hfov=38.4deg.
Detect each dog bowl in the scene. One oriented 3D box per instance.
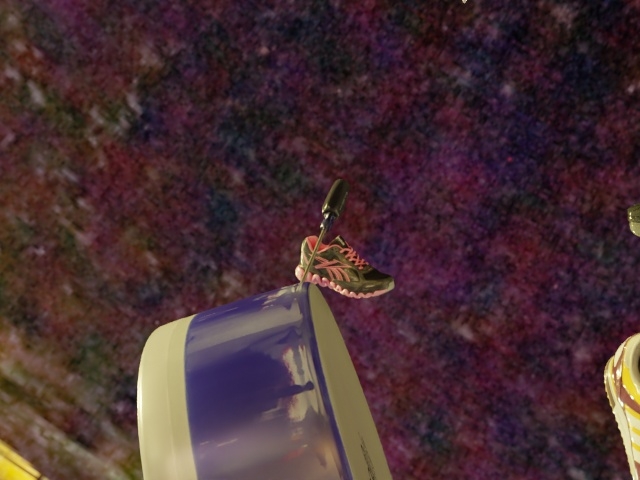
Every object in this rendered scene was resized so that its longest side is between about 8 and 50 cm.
[{"bbox_3d":[-0.013,0.163,0.569,0.104,0.265,0.265,-19,140,4],"label":"dog bowl"}]

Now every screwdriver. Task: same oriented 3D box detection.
[{"bbox_3d":[0.000,0.000,0.995,0.024,0.170,0.025,16,148,8],"label":"screwdriver"}]

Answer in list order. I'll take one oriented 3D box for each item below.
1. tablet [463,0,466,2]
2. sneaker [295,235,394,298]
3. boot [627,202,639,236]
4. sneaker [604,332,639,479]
[{"bbox_3d":[0.157,-0.321,1.076,0.006,0.083,0.054,-13,134,2],"label":"tablet"},{"bbox_3d":[0.026,0.025,0.990,0.119,0.047,0.057,14,108,29],"label":"sneaker"},{"bbox_3d":[0.412,0.038,0.941,0.246,0.161,0.083,1,-176,-31],"label":"boot"},{"bbox_3d":[0.299,0.168,0.781,0.084,0.069,0.185,88,164,-63],"label":"sneaker"}]
